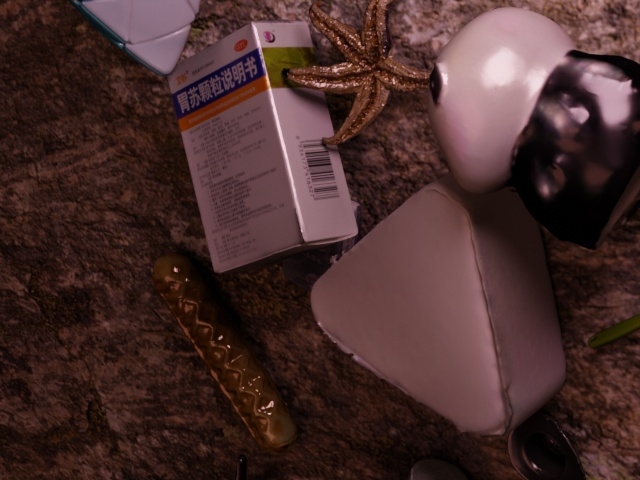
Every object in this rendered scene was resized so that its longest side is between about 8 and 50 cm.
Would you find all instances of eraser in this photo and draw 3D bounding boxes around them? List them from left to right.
[{"bbox_3d":[0.175,0.095,1.564,0.331,0.150,0.331,19,120,37],"label":"eraser"}]

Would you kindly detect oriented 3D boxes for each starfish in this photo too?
[{"bbox_3d":[0.067,-0.215,1.562,0.238,0.057,0.213,12,111,15],"label":"starfish"}]

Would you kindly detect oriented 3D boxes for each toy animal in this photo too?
[{"bbox_3d":[0.242,-0.125,1.351,0.266,0.212,0.213,30,128,23],"label":"toy animal"}]

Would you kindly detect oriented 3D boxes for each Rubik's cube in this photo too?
[{"bbox_3d":[-0.276,-0.330,1.678,0.254,0.254,0.255,20,123,35],"label":"Rubik's cube"}]

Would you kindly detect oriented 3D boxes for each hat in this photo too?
[{"bbox_3d":[0.302,0.272,1.602,0.121,0.050,0.121,23,124,39],"label":"hat"}]

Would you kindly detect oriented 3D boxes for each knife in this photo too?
[{"bbox_3d":[0.382,0.090,1.459,0.026,0.022,0.184,40,137,-14],"label":"knife"}]

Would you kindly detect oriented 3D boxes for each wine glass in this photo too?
[{"bbox_3d":[0.140,0.406,1.775,0.111,0.111,0.204,40,133,21],"label":"wine glass"}]

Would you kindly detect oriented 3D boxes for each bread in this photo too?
[{"bbox_3d":[-0.150,0.176,1.953,0.077,0.084,0.368,-33,83,6],"label":"bread"}]

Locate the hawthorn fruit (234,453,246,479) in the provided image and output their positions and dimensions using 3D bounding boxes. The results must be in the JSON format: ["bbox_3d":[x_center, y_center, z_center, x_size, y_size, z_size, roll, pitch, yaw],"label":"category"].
[{"bbox_3d":[-0.131,0.526,1.996,0.284,0.284,0.369,1,88,42],"label":"hawthorn fruit"}]

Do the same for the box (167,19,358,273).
[{"bbox_3d":[-0.082,-0.122,1.675,0.200,0.106,0.300,-19,82,46],"label":"box"}]

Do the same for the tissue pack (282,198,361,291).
[{"bbox_3d":[0.000,0.000,1.743,0.112,0.051,0.156,29,128,35],"label":"tissue pack"}]
